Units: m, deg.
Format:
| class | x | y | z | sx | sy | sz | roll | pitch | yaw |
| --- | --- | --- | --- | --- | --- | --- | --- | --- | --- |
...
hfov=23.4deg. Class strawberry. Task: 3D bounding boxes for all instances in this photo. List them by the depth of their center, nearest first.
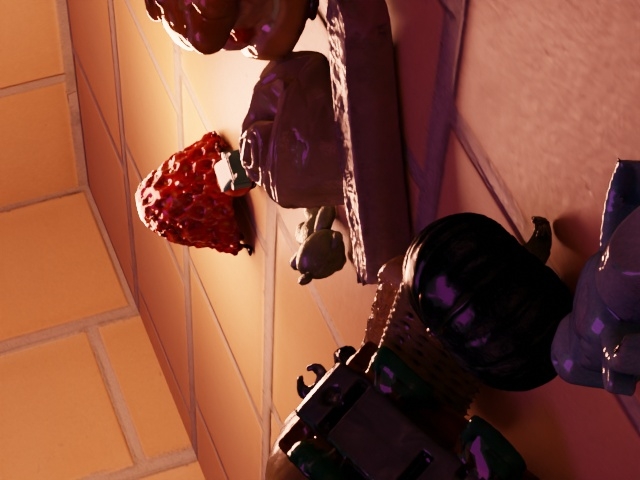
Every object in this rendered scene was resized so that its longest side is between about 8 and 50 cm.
| class | x | y | z | sx | sy | sz | roll | pitch | yaw |
| --- | --- | --- | --- | --- | --- | --- | --- | --- | --- |
| strawberry | -0.234 | -0.064 | 2.734 | 0.234 | 0.178 | 0.234 | 166 | 90 | -82 |

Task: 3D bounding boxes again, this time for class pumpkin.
| class | x | y | z | sx | sy | sz | roll | pitch | yaw |
| --- | --- | --- | --- | --- | --- | --- | --- | --- | --- |
| pumpkin | 0.163 | 0.059 | 1.482 | 0.194 | 0.150 | 0.194 | 165 | 90 | -86 |

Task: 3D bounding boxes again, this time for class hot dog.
| class | x | y | z | sx | sy | sz | roll | pitch | yaw |
| --- | --- | --- | --- | --- | --- | --- | --- | --- | --- |
| hot dog | 0.106 | 0.105 | 1.875 | 0.084 | 0.073 | 0.242 | 60 | 157 | 31 |

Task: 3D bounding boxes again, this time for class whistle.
| class | x | y | z | sx | sy | sz | roll | pitch | yaw |
| --- | --- | --- | --- | --- | --- | --- | --- | --- | --- |
| whistle | 0.256 | 0.045 | 1.254 | 0.274 | 0.093 | 0.186 | 102 | 175 | -54 |

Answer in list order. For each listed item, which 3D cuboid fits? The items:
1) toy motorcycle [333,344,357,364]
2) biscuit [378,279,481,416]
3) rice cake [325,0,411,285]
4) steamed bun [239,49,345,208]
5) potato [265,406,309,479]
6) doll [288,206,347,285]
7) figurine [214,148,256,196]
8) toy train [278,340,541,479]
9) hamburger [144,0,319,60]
| class | x | y | z | sx | sy | sz | roll | pitch | yaw |
| --- | --- | --- | --- | --- | --- | --- | --- | --- | --- |
| toy motorcycle | 0.083 | 0.288 | 2.089 | 0.173 | 0.108 | 0.307 | 85 | 165 | -51 |
| biscuit | 0.137 | 0.108 | 1.742 | 0.139 | 0.016 | 0.231 | 38 | 148 | 15 |
| rice cake | 0.061 | -0.113 | 1.823 | 0.064 | 0.070 | 0.399 | -130 | 28 | -55 |
| steamed bun | -0.038 | -0.132 | 2.011 | 0.211 | 0.144 | 0.218 | 116 | 137 | -69 |
| potato | 0.002 | 0.327 | 2.224 | 0.262 | 0.165 | 0.165 | -85 | -8 | -55 |
| doll | 0.000 | 0.000 | 2.182 | 0.115 | 0.077 | 0.150 | -55 | 27 | 21 |
| figurine | -0.135 | -0.106 | 2.517 | 0.140 | 0.075 | 0.068 | 130 | 122 | -69 |
| toy train | 0.124 | 0.278 | 1.724 | 0.429 | 0.178 | 0.249 | 38 | 174 | 41 |
| hamburger | -0.118 | -0.337 | 1.899 | 0.261 | 0.186 | 0.302 | 114 | 147 | -47 |
